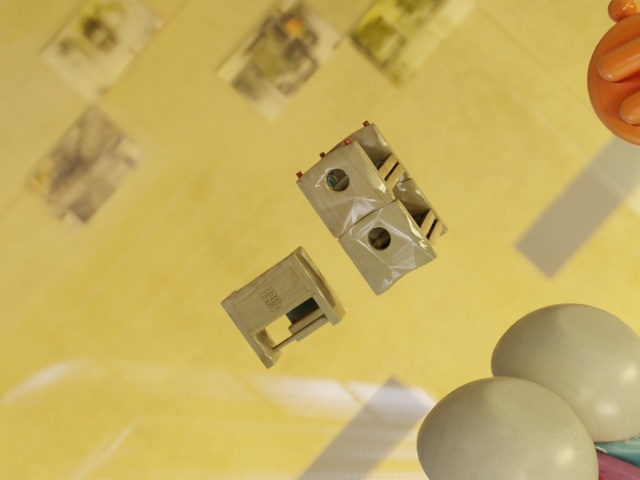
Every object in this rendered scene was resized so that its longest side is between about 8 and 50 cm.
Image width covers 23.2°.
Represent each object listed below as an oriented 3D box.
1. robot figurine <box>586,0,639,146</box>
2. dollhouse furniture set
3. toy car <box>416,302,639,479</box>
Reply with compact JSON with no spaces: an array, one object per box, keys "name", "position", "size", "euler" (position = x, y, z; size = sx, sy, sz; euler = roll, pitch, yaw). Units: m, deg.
[{"name":"robot figurine","position":[0.319,-0.142,1.432],"size":[0.219,0.158,0.128],"euler":[-5,120,-67]},{"name":"dollhouse furniture set","position":[0.000,0.000,1.412],"size":[0.183,0.129,0.129],"euler":[-34,-176,14]},{"name":"toy car","position":[0.107,0.129,0.674],"size":[0.182,0.136,0.159],"euler":[-37,148,-53]}]
